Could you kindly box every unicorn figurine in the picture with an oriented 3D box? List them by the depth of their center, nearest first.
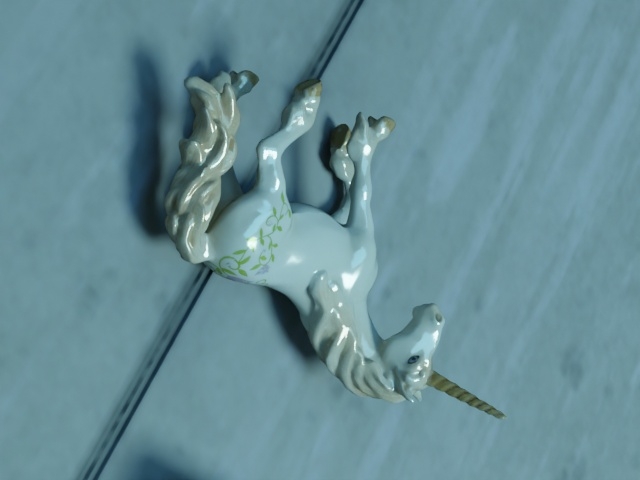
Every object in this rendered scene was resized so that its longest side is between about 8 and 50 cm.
[{"bbox_3d":[0.000,0.000,0.742,0.162,0.060,0.111,17,76,-29],"label":"unicorn figurine"}]
